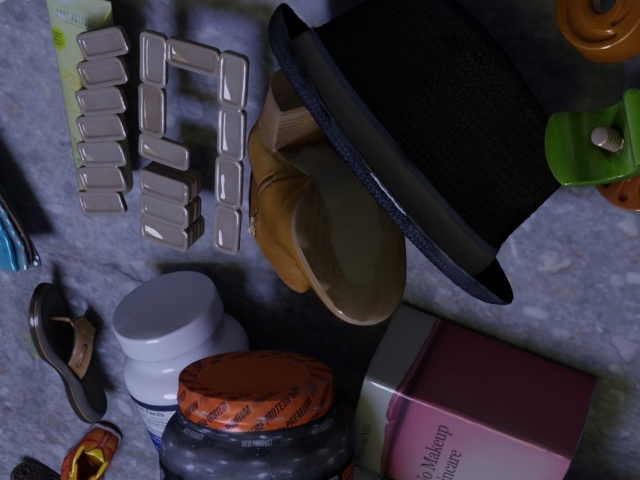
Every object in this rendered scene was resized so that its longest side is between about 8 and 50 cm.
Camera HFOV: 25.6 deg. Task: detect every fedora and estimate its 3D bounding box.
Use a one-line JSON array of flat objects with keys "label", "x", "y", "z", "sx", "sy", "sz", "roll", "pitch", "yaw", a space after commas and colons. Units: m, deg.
[{"label": "fedora", "x": 0.107, "y": -0.109, "z": 1.239, "sx": 0.152, "sy": 0.334, "sz": 0.334, "roll": -39, "pitch": 107, "yaw": 12}]

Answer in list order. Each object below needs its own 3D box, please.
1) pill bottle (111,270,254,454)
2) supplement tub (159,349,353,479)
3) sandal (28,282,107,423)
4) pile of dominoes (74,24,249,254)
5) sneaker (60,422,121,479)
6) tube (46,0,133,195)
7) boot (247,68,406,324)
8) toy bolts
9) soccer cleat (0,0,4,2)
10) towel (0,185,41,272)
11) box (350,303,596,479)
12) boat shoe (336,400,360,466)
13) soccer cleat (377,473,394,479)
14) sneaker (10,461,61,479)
[{"label": "pill bottle", "x": -0.139, "y": 0.175, "z": 1.644, "sx": 0.153, "sy": 0.153, "sz": 0.264, "roll": 0, "pitch": 127, "yaw": 27}, {"label": "supplement tub", "x": -0.067, "y": 0.301, "z": 1.505, "sx": 0.207, "sy": 0.207, "sz": 0.338, "roll": 6, "pitch": 105, "yaw": 23}, {"label": "sandal", "x": -0.300, "y": 0.138, "z": 1.745, "sx": 0.060, "sy": 0.090, "sz": 0.219, "roll": -10, "pitch": 122, "yaw": 14}, {"label": "pile of dominoes", "x": -0.158, "y": -0.108, "z": 1.441, "sx": 0.196, "sy": 0.040, "sz": 0.251, "roll": 19, "pitch": 127, "yaw": 18}, {"label": "sneaker", "x": -0.325, "y": 0.312, "z": 1.917, "sx": 0.064, "sy": 0.067, "sz": 0.175, "roll": 29, "pitch": 137, "yaw": -1}, {"label": "tube", "x": -0.242, "y": -0.154, "z": 1.482, "sx": 0.070, "sy": 0.062, "sz": 0.240, "roll": -5, "pitch": 127, "yaw": -5}, {"label": "boot", "x": -0.001, "y": 0.000, "z": 1.356, "sx": 0.104, "sy": 0.295, "sz": 0.211, "roll": -11, "pitch": 148, "yaw": -15}, {"label": "toy bolts", "x": 0.321, "y": -0.142, "z": 1.181, "sx": 0.229, "sy": 0.218, "sz": 0.158, "roll": -12, "pitch": 166, "yaw": 38}, {"label": "soccer cleat", "x": -0.378, "y": -0.260, "z": 1.444, "sx": 0.196, "sy": 0.076, "sz": 0.068, "roll": -9, "pitch": 123, "yaw": 33}, {"label": "towel", "x": -0.498, "y": -0.116, "z": 1.629, "sx": 0.271, "sy": 0.040, "sz": 0.370, "roll": 3, "pitch": 130, "yaw": 36}, {"label": "box", "x": 0.160, "y": 0.195, "z": 1.527, "sx": 0.232, "sy": 0.127, "sz": 0.148, "roll": 20, "pitch": 135, "yaw": 9}, {"label": "boat shoe", "x": 0.040, "y": 0.223, "z": 1.660, "sx": 0.190, "sy": 0.068, "sz": 0.072, "roll": -12, "pitch": 110, "yaw": 34}, {"label": "soccer cleat", "x": 0.109, "y": 0.289, "z": 1.697, "sx": 0.083, "sy": 0.035, "sz": 0.029, "roll": 14, "pitch": 133, "yaw": 16}, {"label": "sneaker", "x": -0.372, "y": 0.393, "z": 2.011, "sx": 0.188, "sy": 0.066, "sz": 0.071, "roll": 39, "pitch": 135, "yaw": -7}]
